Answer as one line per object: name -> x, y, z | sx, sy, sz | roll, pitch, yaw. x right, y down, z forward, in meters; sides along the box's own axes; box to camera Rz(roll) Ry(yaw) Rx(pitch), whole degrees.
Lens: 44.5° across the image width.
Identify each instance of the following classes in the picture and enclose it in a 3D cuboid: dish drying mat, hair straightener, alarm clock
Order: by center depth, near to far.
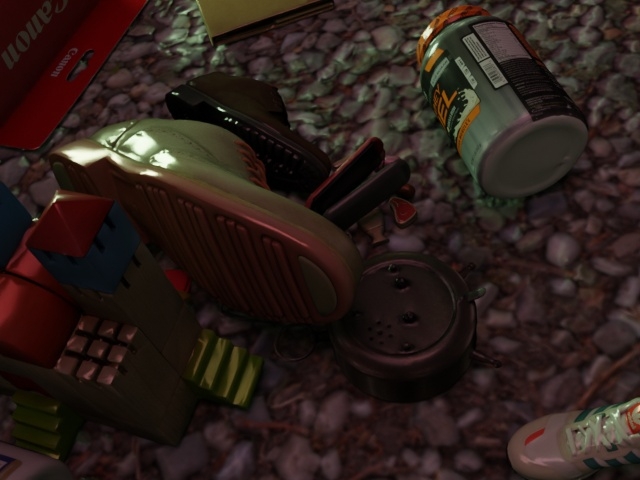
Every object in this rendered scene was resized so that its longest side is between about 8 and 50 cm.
alarm clock -> 0.052, 0.075, 0.686 | 0.192, 0.064, 0.129 | -12, 53, 5
hair straightener -> 0.000, 0.000, 0.745 | 0.230, 0.047, 0.089 | -40, 56, -10
dish drying mat -> -0.149, 0.064, 0.760 | 0.032, 0.008, 0.083 | 3, 55, 14

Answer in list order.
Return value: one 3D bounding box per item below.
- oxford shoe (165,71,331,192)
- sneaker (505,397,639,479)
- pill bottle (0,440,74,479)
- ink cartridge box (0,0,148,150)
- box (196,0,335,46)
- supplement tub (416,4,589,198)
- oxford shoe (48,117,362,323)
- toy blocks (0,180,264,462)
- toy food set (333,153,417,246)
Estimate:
oxford shoe -> -0.063, -0.130, 0.841 | 0.227, 0.083, 0.096 | 36, 63, 29
sneaker -> 0.222, 0.143, 0.593 | 0.161, 0.075, 0.057 | -7, 53, 5
pill bottle -> -0.303, 0.205, 0.622 | 0.186, 0.112, 0.112 | 11, 57, 18
ink cartridge box -> -0.411, -0.279, 0.983 | 0.272, 0.130, 0.309 | 12, 57, 17
box -> -0.091, -0.347, 1.041 | 0.164, 0.021, 0.201 | -20, 54, -5
supplement tub -> 0.173, -0.144, 0.786 | 0.117, 0.117, 0.190 | -19, 53, -4
oxford shoe -> -0.098, -0.048, 0.724 | 0.397, 0.140, 0.146 | 25, 53, 38
toy blocks -> -0.264, 0.044, 0.632 | 0.381, 0.261, 0.191 | 10, 60, 19
toy food set -> 0.061, -0.055, 0.801 | 0.078, 0.019, 0.122 | -24, 54, -7
